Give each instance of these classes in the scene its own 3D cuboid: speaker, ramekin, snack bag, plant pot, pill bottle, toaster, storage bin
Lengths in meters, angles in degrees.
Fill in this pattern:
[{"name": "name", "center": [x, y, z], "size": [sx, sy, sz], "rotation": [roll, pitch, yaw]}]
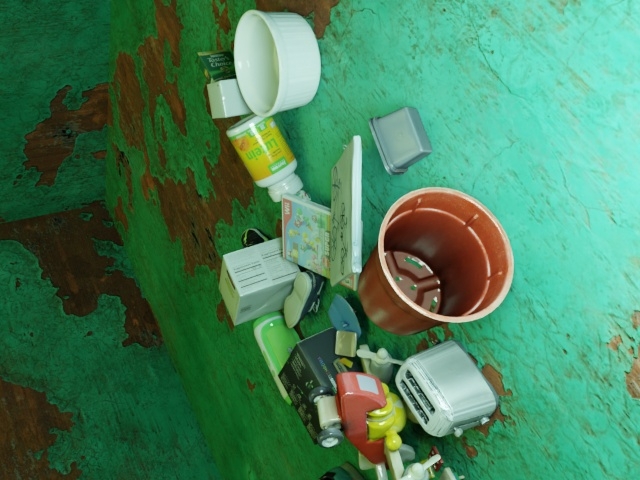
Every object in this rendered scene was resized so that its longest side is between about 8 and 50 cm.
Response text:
[{"name": "speaker", "center": [-0.113, 0.382, 2.286], "size": [0.296, 0.131, 0.131], "rotation": [61, 149, 24]}, {"name": "ramekin", "center": [-0.114, -0.477, 1.876], "size": [0.277, 0.135, 0.277], "rotation": [34, 131, 51]}, {"name": "snack bag", "center": [0.064, -0.064, 1.662], "size": [0.342, 0.037, 0.322], "rotation": [130, 142, -78]}, {"name": "plant pot", "center": [0.209, 0.068, 1.438], "size": [0.265, 0.273, 0.272], "rotation": [123, 127, -65]}, {"name": "pill bottle", "center": [-0.151, -0.238, 2.005], "size": [0.136, 0.136, 0.245], "rotation": [4, 128, 61]}, {"name": "toaster", "center": [0.268, 0.318, 1.539], "size": [0.227, 0.147, 0.129], "rotation": [58, 146, 31]}, {"name": "storage bin", "center": [0.182, -0.220, 1.517], "size": [0.091, 0.098, 0.135], "rotation": [-24, 80, 34]}]

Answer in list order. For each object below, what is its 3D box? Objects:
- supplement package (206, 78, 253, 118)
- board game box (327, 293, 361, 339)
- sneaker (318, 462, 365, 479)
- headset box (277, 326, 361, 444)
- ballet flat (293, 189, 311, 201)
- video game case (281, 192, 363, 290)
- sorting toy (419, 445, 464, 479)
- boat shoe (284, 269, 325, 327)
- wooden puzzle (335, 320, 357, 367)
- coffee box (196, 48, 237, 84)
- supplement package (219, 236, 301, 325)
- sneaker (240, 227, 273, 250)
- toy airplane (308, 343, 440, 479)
[{"name": "supplement package", "center": [-0.225, -0.422, 2.056], "size": [0.105, 0.179, 0.105], "rotation": [13, 113, 59]}, {"name": "board game box", "center": [0.079, 0.223, 1.965], "size": [0.133, 0.033, 0.168], "rotation": [56, 152, 23]}, {"name": "sneaker", "center": [0.104, 0.776, 2.082], "size": [0.302, 0.121, 0.108], "rotation": [22, 122, 57]}, {"name": "headset box", "center": [0.013, 0.423, 2.046], "size": [0.246, 0.131, 0.283], "rotation": [58, 150, 21]}, {"name": "ballet flat", "center": [-0.074, -0.036, 2.072], "size": [0.091, 0.077, 0.240], "rotation": [37, 134, 49]}, {"name": "video game case", "center": [0.000, 0.000, 1.933], "size": [0.285, 0.025, 0.204], "rotation": [23, 124, 39]}, {"name": "sorting toy", "center": [0.324, 0.621, 1.673], "size": [0.274, 0.046, 0.132], "rotation": [-119, 30, -43]}, {"name": "boat shoe", "center": [-0.050, 0.177, 2.127], "size": [0.095, 0.079, 0.254], "rotation": [58, 145, 34]}, {"name": "wooden puzzle", "center": [0.072, 0.285, 1.931], "size": [0.079, 0.014, 0.116], "rotation": [9, 91, 46]}, {"name": "coffee box", "center": [-0.311, -0.535, 2.234], "size": [0.184, 0.113, 0.040], "rotation": [60, 150, 30]}, {"name": "supplement package", "center": [-0.194, 0.130, 2.195], "size": [0.262, 0.204, 0.145], "rotation": [111, 137, -61]}, {"name": "sneaker", "center": [-0.232, 0.014, 2.363], "size": [0.235, 0.097, 0.084], "rotation": [18, 118, 58]}, {"name": "toy airplane", "center": [0.168, 0.457, 1.719], "size": [0.386, 0.273, 0.384], "rotation": [65, -171, 2]}]
